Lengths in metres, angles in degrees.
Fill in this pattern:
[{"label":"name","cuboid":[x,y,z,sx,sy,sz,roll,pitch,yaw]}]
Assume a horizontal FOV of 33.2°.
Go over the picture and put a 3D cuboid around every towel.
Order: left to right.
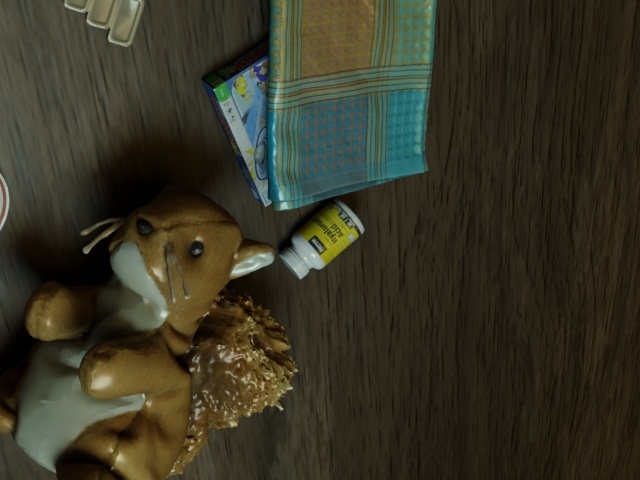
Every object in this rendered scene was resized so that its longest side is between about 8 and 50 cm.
[{"label":"towel","cuboid":[0.046,-0.233,1.366,0.271,0.040,0.370,-16,119,-36]}]

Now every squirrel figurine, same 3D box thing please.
[{"label":"squirrel figurine","cuboid":[-0.204,0.121,1.349,0.370,0.281,0.397,-63,149,-1]}]

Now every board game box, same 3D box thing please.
[{"label":"board game box","cuboid":[-0.057,-0.157,1.387,0.136,0.035,0.201,-36,133,-14]}]

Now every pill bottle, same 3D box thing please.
[{"label":"pill bottle","cuboid":[0.000,0.000,1.516,0.116,0.065,0.065,-41,135,-7]}]

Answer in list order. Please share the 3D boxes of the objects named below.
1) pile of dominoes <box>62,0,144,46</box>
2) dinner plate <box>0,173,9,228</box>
[{"label":"pile of dominoes","cuboid":[-0.245,-0.348,1.132,0.251,0.040,0.196,35,95,-37]},{"label":"dinner plate","cuboid":[-0.421,-0.038,1.204,0.141,0.017,0.141,-20,130,-26]}]
